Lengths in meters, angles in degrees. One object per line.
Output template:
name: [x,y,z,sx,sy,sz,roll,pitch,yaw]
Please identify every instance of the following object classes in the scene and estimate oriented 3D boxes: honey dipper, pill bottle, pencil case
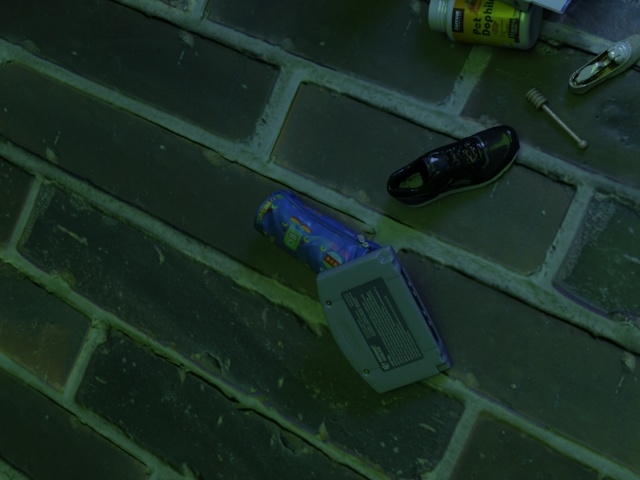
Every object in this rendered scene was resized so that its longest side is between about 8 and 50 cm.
honey dipper: [0.474,-0.242,1.837,0.030,0.030,0.160,-46,71,15]
pill bottle: [0.334,-0.458,1.872,0.215,0.117,0.117,12,91,26]
pencil case: [0.000,0.000,1.985,0.306,0.119,0.133,33,129,23]

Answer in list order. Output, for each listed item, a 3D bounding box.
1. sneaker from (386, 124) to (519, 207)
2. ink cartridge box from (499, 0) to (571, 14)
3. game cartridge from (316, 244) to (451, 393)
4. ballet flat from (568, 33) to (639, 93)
sneaker: [0.268,-0.148,1.872,0.283,0.124,0.107,-28,75,20]
ink cartridge box: [0.418,-0.602,1.782,0.307,0.072,0.303,33,88,25]
game cartridge: [0.120,0.168,1.886,0.196,0.060,0.294,-23,106,17]
ballet flat: [0.559,-0.344,1.793,0.168,0.052,0.057,-38,71,17]
